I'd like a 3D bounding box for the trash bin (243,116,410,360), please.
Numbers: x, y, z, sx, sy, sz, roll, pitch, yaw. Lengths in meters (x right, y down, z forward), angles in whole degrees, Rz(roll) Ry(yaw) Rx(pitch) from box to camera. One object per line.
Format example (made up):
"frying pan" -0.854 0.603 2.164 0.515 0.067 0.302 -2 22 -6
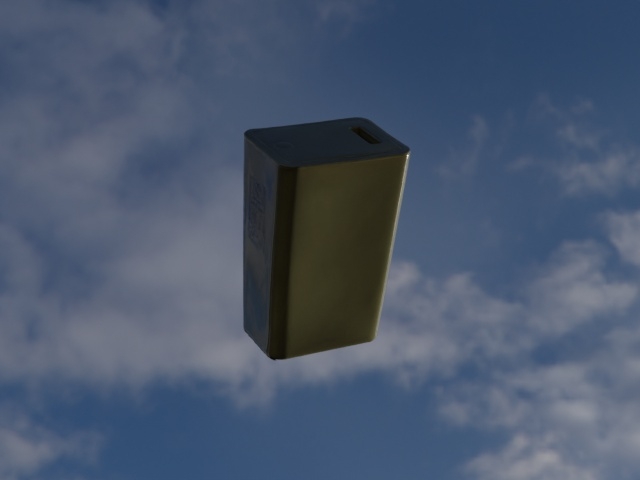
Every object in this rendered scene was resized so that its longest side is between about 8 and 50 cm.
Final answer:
"trash bin" 0.000 0.000 0.513 0.061 0.043 0.092 -10 -62 -27
